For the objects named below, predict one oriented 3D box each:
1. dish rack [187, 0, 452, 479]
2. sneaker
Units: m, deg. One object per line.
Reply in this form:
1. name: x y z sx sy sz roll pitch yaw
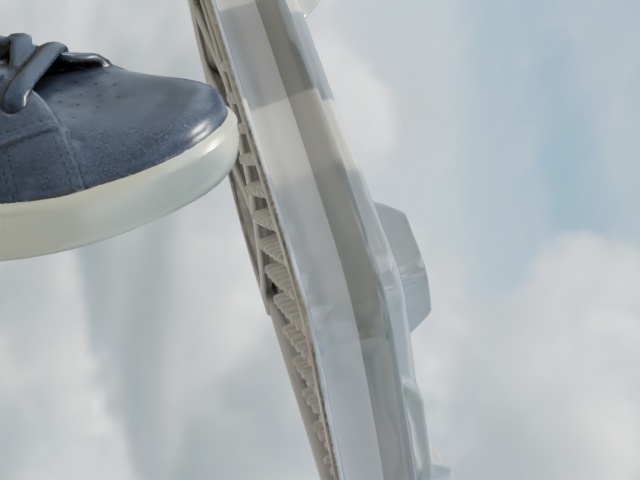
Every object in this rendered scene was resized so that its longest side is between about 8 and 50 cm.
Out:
1. dish rack: 0.000 0.000 1.072 0.285 0.072 0.332 81 -6 -48
2. sneaker: -0.208 -0.085 0.830 0.131 0.350 0.148 -71 163 -66
